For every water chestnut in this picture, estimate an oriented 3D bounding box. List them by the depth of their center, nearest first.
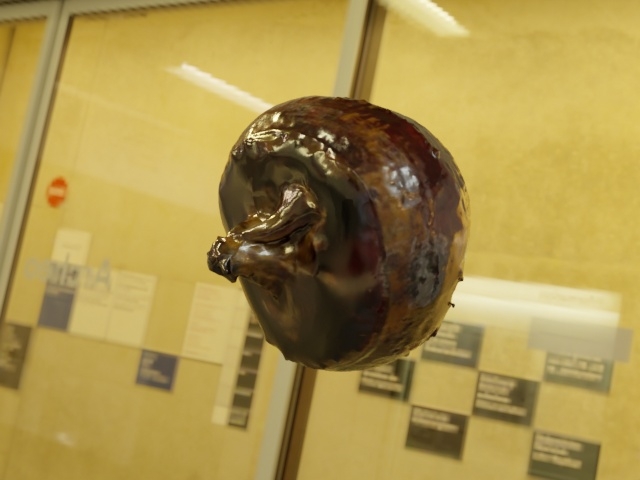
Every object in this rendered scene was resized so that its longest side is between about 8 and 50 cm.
[{"bbox_3d":[0.000,0.000,1.231,0.302,0.350,0.350,-21,17,-41],"label":"water chestnut"}]
